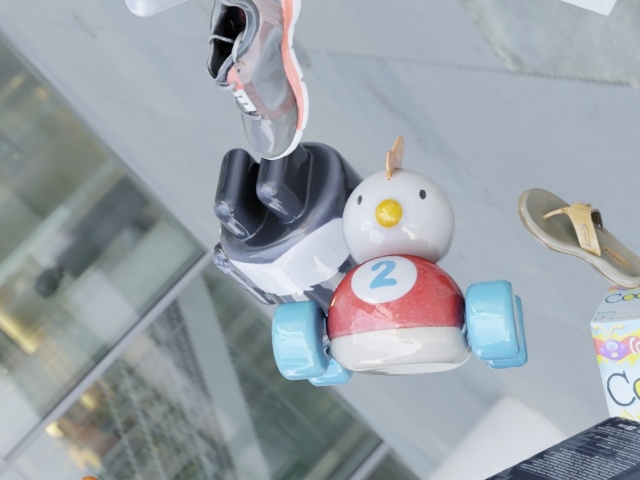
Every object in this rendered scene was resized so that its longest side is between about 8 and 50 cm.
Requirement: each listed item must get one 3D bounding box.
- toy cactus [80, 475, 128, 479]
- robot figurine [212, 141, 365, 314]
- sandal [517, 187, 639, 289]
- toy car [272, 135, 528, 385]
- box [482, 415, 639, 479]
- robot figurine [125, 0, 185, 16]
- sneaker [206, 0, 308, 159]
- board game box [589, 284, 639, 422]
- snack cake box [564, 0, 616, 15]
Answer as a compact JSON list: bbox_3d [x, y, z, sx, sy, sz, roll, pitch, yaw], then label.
[{"bbox_3d":[-0.172,0.311,1.124,0.219,0.180,0.112,11,125,-3],"label":"toy cactus"},{"bbox_3d":[-0.001,-0.001,1.345,0.209,0.174,0.278,21,161,51],"label":"robot figurine"},{"bbox_3d":[0.299,-0.009,1.335,0.180,0.072,0.049,32,137,-12],"label":"sandal"},{"bbox_3d":[0.074,0.010,1.153,0.210,0.219,0.238,35,-131,-73],"label":"toy car"},{"bbox_3d":[0.232,0.265,1.043,0.108,0.207,0.153,8,112,59],"label":"box"},{"bbox_3d":[-0.170,-0.406,1.384,0.199,0.353,0.300,35,134,24],"label":"robot figurine"},{"bbox_3d":[-0.051,-0.112,0.773,0.061,0.065,0.158,31,143,32],"label":"sneaker"},{"bbox_3d":[0.437,0.195,1.460,0.144,0.142,0.275,-8,105,28],"label":"board game box"},{"bbox_3d":[0.253,-0.387,1.505,0.152,0.089,0.264,9,-153,-38],"label":"snack cake box"}]
